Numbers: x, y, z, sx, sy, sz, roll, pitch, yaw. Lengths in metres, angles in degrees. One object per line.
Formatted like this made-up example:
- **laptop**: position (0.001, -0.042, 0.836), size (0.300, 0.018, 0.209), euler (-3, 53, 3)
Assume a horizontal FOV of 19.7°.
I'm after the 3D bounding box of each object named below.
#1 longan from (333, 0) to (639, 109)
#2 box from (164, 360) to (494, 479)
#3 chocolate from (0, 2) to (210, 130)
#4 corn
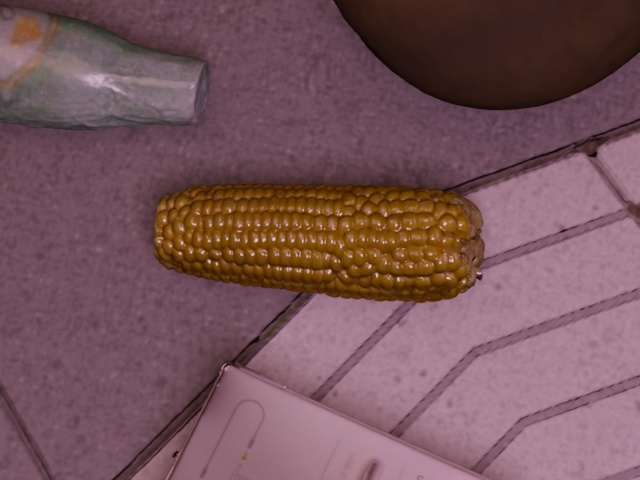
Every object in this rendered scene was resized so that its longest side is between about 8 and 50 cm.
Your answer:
- **longan**: position (0.139, -0.259, 1.391), size (0.318, 0.319, 0.319), euler (-2, 71, 7)
- **box**: position (-0.001, 0.233, 1.341), size (0.251, 0.106, 0.203), euler (22, 74, 16)
- **chocolate**: position (-0.236, -0.142, 1.510), size (0.291, 0.110, 0.110), euler (9, 73, 9)
- **corn**: position (-0.001, -0.001, 1.432), size (0.260, 0.091, 0.091), euler (2, 74, 13)
